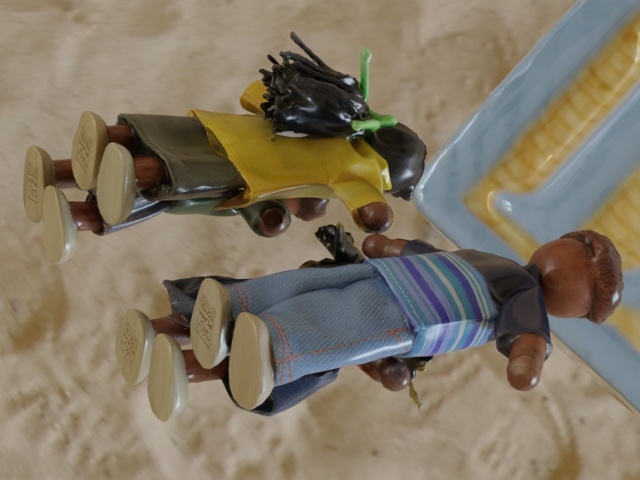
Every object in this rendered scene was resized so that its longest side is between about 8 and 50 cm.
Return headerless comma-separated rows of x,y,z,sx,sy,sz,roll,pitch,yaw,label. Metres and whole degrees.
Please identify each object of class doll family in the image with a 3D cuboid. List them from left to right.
0.000,0.000,0.535,0.111,0.193,0.076,-4,127,-28,doll family

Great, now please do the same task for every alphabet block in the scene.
0.191,-0.008,1.004,0.192,0.197,0.193,-46,67,3,alphabet block
